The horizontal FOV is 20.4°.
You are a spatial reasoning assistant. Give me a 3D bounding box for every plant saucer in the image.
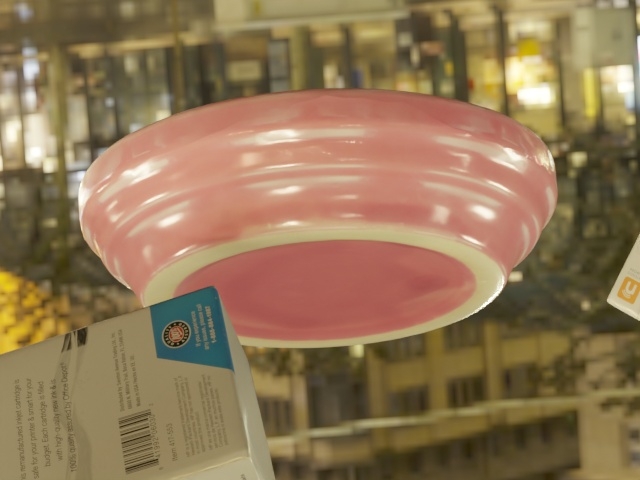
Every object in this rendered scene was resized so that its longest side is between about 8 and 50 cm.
[{"bbox_3d":[0.000,0.000,1.230,0.332,0.084,0.332,-3,158,-1],"label":"plant saucer"}]

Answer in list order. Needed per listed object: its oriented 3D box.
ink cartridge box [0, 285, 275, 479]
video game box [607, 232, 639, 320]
[{"bbox_3d":[-0.131,0.124,1.053,0.191,0.082,0.139,-19,-136,4],"label":"ink cartridge box"},{"bbox_3d":[0.260,-0.009,0.864,0.048,0.187,0.205,17,-170,-44],"label":"video game box"}]
